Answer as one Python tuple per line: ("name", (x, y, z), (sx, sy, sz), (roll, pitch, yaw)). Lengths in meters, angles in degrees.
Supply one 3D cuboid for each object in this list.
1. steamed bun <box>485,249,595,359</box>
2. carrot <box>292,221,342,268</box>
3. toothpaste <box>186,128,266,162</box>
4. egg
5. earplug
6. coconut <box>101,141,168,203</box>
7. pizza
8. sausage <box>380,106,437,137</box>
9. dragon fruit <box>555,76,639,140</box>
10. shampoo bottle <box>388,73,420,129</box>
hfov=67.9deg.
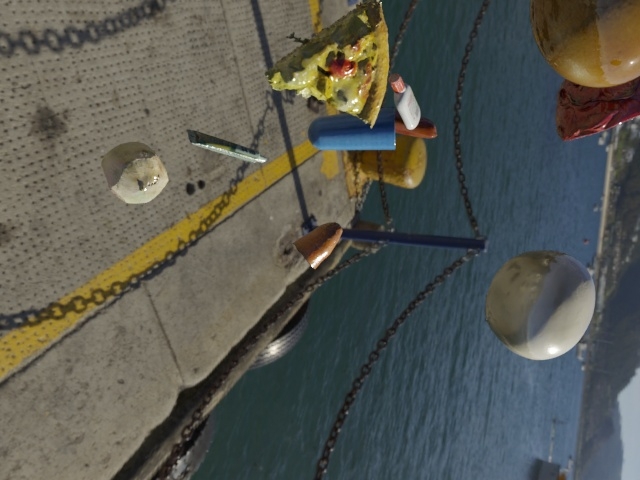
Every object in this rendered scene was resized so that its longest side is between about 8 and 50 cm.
("steamed bun", (0.645, 0.187, 1.363), (0.325, 0.206, 0.324), (-9, 109, -27))
("carrot", (0.000, 0.000, 2.149), (0.225, 0.159, 0.159), (-43, 146, 5))
("toothpaste", (-0.213, -0.213, 1.104), (0.204, 0.031, 0.049), (11, 43, -40))
("egg", (0.631, -0.513, 1.070), (0.351, 0.283, 0.282), (40, 56, -19))
("earplug", (0.095, -0.341, 1.489), (0.132, 0.273, 0.132), (-3, 90, -83))
("coconut", (-0.564, -0.203, 1.451), (0.194, 0.195, 0.194), (-17, 110, -57))
("pizza", (0.021, -0.371, 1.061), (0.288, 0.075, 0.279), (-16, 120, -12))
("sausage", (0.323, -0.468, 1.885), (0.089, 0.300, 0.083), (-86, -173, -60))
("dragon fruit", (0.804, -0.423, 1.412), (0.152, 0.317, 0.205), (-31, 96, -35))
("shampoo bottle", (0.297, -0.496, 1.678), (0.221, 0.051, 0.108), (44, 58, -50))
